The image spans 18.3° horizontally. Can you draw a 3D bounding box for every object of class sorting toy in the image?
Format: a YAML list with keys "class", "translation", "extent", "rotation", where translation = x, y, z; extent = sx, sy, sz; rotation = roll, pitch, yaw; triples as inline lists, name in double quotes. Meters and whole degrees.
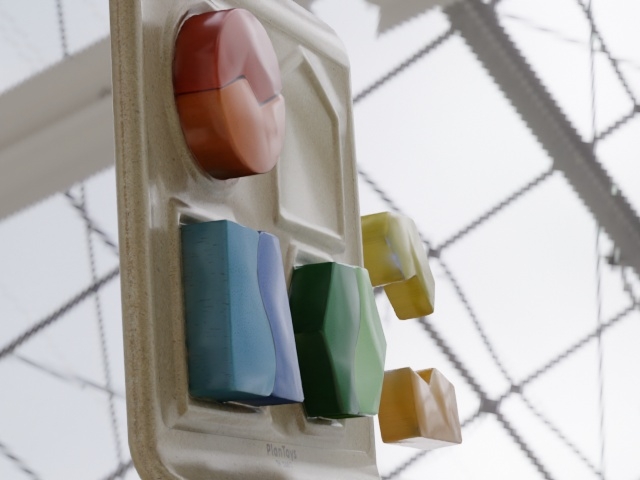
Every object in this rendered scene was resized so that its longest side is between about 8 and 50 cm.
- class: "sorting toy"
  translation: [0.000, 0.000, 0.804]
  extent: [0.041, 0.307, 0.229]
  rotation: [-12, -103, 21]
